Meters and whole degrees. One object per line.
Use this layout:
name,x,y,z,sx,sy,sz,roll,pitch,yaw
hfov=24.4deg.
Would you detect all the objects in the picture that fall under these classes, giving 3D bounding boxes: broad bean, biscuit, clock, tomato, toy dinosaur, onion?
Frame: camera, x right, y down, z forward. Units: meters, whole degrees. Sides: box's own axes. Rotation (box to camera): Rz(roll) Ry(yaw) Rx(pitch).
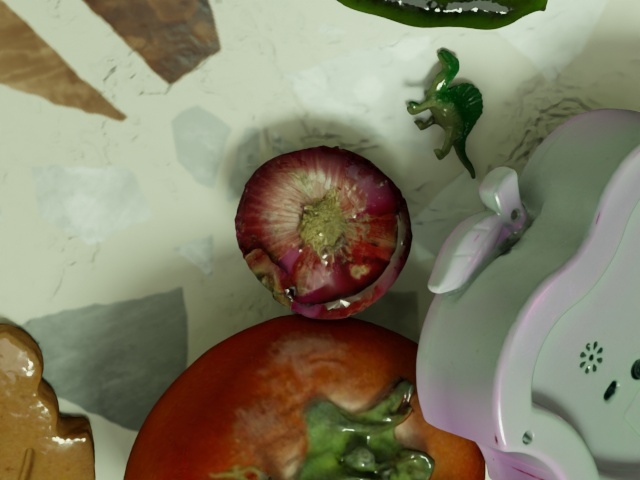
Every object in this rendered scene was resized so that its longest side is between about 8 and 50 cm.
broad bean,0.071,-0.205,1.182,0.226,0.039,0.069,16,111,-11
biscuit,-0.364,0.208,1.380,0.306,0.043,0.284,-3,119,-2
clock,0.239,0.063,1.212,0.338,0.102,0.339,-8,105,-34
tomato,-0.014,0.230,1.280,0.321,0.321,0.321,-1,119,-3
toy dinosaur,0.115,-0.101,1.251,0.060,0.029,0.120,-33,117,1
onion,0.000,0.000,1.265,0.150,0.140,0.150,1,75,-4
